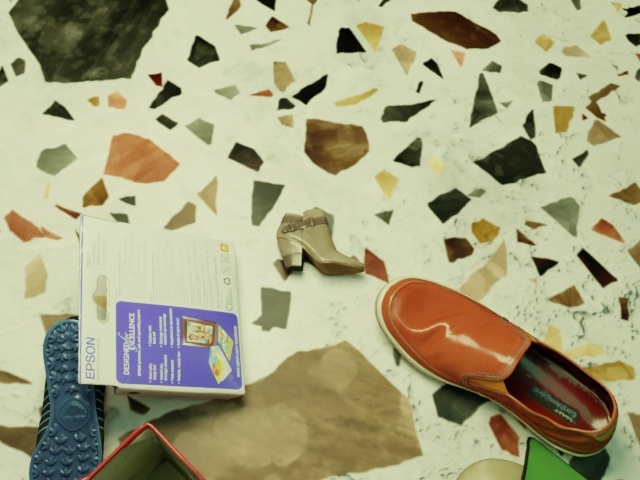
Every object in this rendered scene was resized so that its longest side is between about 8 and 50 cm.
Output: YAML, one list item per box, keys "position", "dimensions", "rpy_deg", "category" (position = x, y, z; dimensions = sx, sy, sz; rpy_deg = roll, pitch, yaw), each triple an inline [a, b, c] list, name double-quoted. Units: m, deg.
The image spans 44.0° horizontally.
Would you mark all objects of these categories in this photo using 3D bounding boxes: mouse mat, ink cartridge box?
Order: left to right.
- position: [-0.193, 0.083, 0.943]
  dimensions: [0.208, 0.045, 0.206]
  rpy_deg: [12, 59, -35]
  category: "ink cartridge box"
- position: [0.289, 0.288, 0.876]
  dimensions: [0.152, 0.189, 0.007]
  rpy_deg: [38, 101, 13]
  category: "mouse mat"

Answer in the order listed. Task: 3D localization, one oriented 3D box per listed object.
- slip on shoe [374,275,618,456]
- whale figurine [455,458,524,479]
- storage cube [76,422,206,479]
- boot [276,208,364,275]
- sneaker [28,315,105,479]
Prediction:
- position: [0.217, 0.142, 0.971]
  dimensions: [0.331, 0.101, 0.123]
  rpy_deg: [34, 68, 12]
  category: "slip on shoe"
- position: [0.242, 0.359, 0.838]
  dimensions: [0.272, 0.216, 0.141]
  rpy_deg: [35, 103, 9]
  category: "whale figurine"
- position: [-0.169, 0.332, 0.794]
  dimensions: [0.215, 0.193, 0.183]
  rpy_deg: [42, 68, 14]
  category: "storage cube"
- position: [0.000, 0.000, 1.053]
  dimensions: [0.118, 0.042, 0.087]
  rpy_deg: [4, 62, -4]
  category: "boot"
- position: [-0.283, 0.204, 0.915]
  dimensions: [0.081, 0.090, 0.232]
  rpy_deg: [4, 85, -4]
  category: "sneaker"
